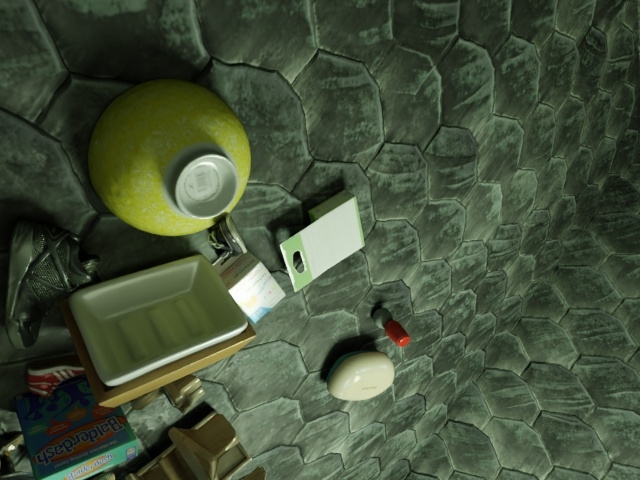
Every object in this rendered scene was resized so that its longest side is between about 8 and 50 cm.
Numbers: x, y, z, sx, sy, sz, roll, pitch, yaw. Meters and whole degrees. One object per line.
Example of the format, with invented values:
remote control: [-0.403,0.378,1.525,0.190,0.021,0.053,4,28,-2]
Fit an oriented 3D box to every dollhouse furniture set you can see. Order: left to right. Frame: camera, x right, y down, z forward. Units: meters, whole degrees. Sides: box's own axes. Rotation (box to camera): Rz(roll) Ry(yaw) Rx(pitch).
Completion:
dollhouse furniture set: [-0.297,0.498,1.017,0.256,0.362,0.394,-36,165,-23]

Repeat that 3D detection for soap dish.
soap dish: [-0.305,0.163,0.884,0.291,0.229,0.118,-19,144,-33]

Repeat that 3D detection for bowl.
bowl: [-0.228,-0.120,0.810,0.289,0.156,0.289,-23,129,-31]

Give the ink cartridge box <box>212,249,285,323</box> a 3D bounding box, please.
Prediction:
ink cartridge box: [-0.169,0.099,1.078,0.104,0.061,0.181,-43,137,-13]

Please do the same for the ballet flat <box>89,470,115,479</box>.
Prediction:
ballet flat: [-0.500,0.628,1.115,0.067,0.073,0.206,-33,139,-43]

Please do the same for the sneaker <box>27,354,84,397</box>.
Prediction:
sneaker: [-0.495,0.261,0.896,0.118,0.042,0.067,3,110,-35]

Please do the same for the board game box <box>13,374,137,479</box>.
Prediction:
board game box: [-0.454,0.342,0.861,0.160,0.210,0.047,-13,124,-38]

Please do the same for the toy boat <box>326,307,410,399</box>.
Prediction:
toy boat: [0.163,0.379,1.527,0.267,0.148,0.318,18,111,-42]

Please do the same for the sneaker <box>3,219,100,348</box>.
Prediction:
sneaker: [-0.446,0.083,0.778,0.130,0.087,0.227,9,106,-25]

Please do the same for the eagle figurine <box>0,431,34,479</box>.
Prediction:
eagle figurine: [-0.586,0.525,0.855,0.226,0.298,0.225,-14,176,3]

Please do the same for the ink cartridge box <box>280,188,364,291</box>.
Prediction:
ink cartridge box: [0.000,0.000,1.175,0.235,0.056,0.171,-32,133,-20]

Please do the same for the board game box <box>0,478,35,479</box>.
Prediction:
board game box: [-0.507,0.546,0.736,0.142,0.144,0.275,31,82,-46]

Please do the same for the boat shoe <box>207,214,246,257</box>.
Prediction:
boat shoe: [-0.189,0.003,0.927,0.065,0.075,0.206,-23,176,-10]
